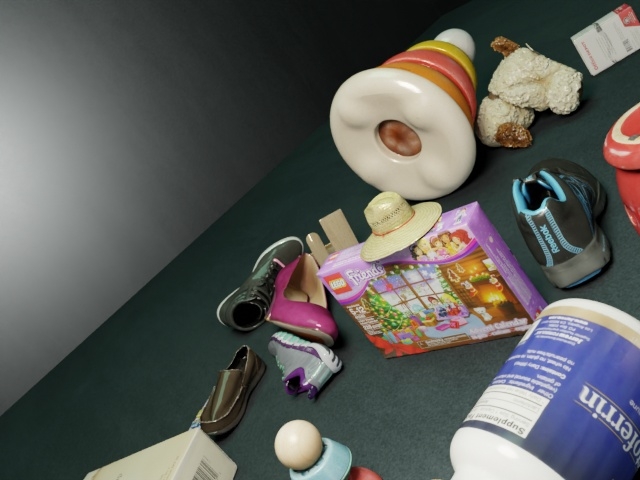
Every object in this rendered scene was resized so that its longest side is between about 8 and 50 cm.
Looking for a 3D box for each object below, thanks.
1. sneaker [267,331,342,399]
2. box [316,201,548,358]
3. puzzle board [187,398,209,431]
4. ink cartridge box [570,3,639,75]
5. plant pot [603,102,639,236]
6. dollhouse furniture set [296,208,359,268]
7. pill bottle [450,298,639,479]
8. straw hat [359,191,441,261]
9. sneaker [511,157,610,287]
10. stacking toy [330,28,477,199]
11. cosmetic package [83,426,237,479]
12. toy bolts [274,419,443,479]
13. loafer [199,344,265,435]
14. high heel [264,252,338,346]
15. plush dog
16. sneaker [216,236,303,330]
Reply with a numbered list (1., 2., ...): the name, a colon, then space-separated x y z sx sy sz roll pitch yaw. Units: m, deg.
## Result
1. sneaker: -0.057 0.235 1.212 0.098 0.083 0.223 -51 22 -22
2. box: 0.160 0.074 0.980 0.293 0.201 0.057 -22 24 44
3. puzzle board: -0.215 0.351 1.347 0.128 0.011 0.096 -25 22 34
4. ink cartridge box: 0.663 -0.461 1.488 0.135 0.099 0.056 -30 19 23
5. plant pot: 0.476 -0.098 0.838 0.191 0.174 0.191 -36 16 12
6. dollhouse furniture set: 0.000 0.000 1.577 0.144 0.123 0.151 -29 15 -3
7. pill bottle: 0.223 0.197 0.630 0.265 0.153 0.153 -47 19 -23
8. straw hat: 0.100 -0.037 0.940 0.144 0.061 0.144 -34 17 12
9. sneaker: 0.373 -0.072 1.026 0.125 0.140 0.341 -32 17 25
10. stacking toy: 0.272 -0.362 1.560 0.350 0.350 0.480 -17 31 50
11. cosmetic package: -0.307 0.454 1.107 0.309 0.113 0.160 -28 20 27
12. toy bolts: 0.030 0.295 0.754 0.218 0.158 0.228 -38 18 2
13. loafer: -0.186 0.294 1.290 0.080 0.078 0.220 -10 28 25
14. high heel: -0.026 0.105 1.333 0.181 0.127 0.377 -64 19 -8
15. plush dog: 0.439 -0.320 1.487 0.225 0.210 0.262 -62 10 15
16. sneaker: -0.132 0.117 1.628 0.296 0.104 0.147 -47 20 -7
